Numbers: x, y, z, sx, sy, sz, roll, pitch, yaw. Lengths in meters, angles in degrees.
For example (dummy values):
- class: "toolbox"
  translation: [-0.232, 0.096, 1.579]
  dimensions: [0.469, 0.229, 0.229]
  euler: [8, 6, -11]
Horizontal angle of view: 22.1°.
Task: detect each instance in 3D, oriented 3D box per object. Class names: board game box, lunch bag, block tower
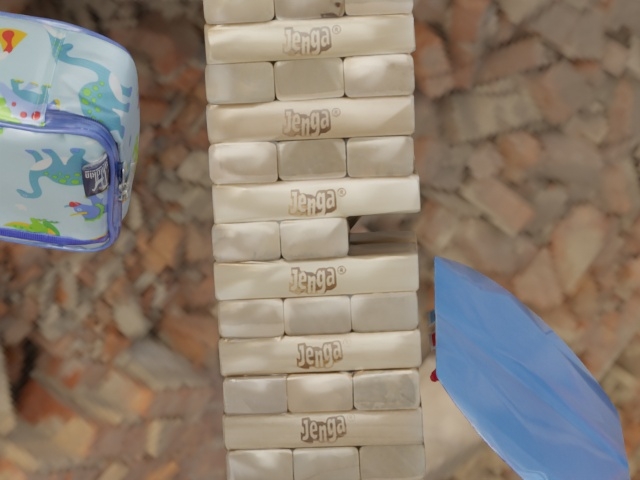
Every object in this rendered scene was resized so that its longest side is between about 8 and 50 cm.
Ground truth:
- class: "board game box"
  translation: [0.094, 0.084, 0.803]
  dimensions: [0.033, 0.133, 0.168]
  euler: [-44, -162, 23]
- class: "lunch bag"
  translation: [-0.221, -0.067, 1.008]
  dimensions: [0.176, 0.219, 0.090]
  euler: [106, -7, -63]
- class: "block tower"
  translation: [0.000, 0.000, 0.731]
  dimensions: [0.097, 0.091, 0.335]
  euler: [-87, 174, -80]
